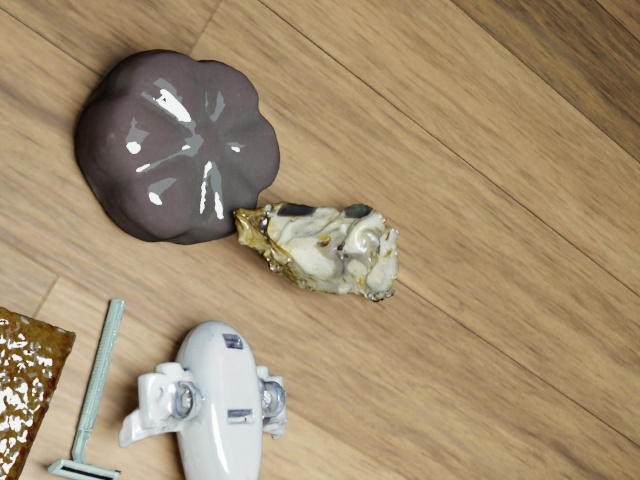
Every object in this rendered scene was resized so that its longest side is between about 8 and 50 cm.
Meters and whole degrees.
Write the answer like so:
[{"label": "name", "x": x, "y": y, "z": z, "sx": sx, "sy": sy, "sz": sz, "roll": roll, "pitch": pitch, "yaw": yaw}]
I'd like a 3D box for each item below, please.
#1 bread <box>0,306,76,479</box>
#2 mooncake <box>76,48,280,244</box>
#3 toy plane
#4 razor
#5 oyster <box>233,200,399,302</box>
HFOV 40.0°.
[{"label": "bread", "x": -0.387, "y": 0.252, "z": 0.840, "sx": 0.165, "sy": 0.113, "sz": 0.416, "roll": 30, "pitch": 62, "yaw": -24}, {"label": "mooncake", "x": -0.170, "y": -0.114, "z": 1.070, "sx": 0.245, "sy": 0.133, "sz": 0.244, "roll": 4, "pitch": 83, "yaw": -33}, {"label": "toy plane", "x": -0.126, "y": 0.215, "z": 1.018, "sx": 0.245, "sy": 0.118, "sz": 0.244, "roll": 22, "pitch": 60, "yaw": -44}, {"label": "razor", "x": -0.253, "y": 0.166, "z": 1.000, "sx": 0.084, "sy": 0.036, "sz": 0.211, "roll": 35, "pitch": 52, "yaw": -47}, {"label": "oyster", "x": 0.000, "y": 0.003, "z": 1.136, "sx": 0.345, "sy": 0.079, "sz": 0.128, "roll": 13, "pitch": 88, "yaw": -51}]
